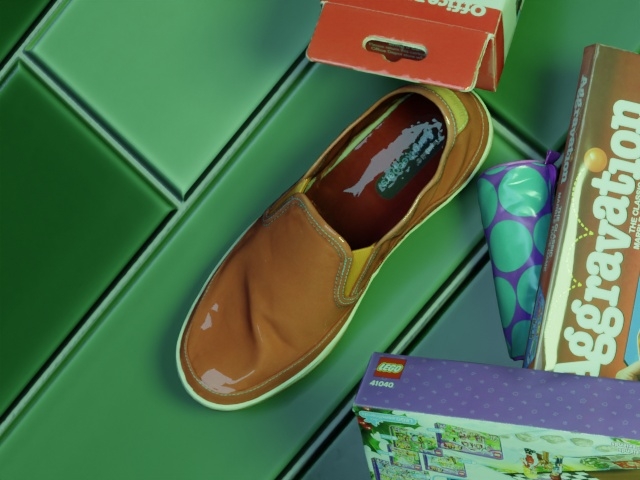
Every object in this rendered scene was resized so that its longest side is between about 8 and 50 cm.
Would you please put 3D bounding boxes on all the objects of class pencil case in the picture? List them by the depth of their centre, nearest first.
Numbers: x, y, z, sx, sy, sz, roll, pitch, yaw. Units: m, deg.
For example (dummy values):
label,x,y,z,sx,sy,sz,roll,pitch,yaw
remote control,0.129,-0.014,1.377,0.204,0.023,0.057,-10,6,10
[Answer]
label,x,y,z,sx,sy,sz,roll,pitch,yaw
pencil case,0.162,0.013,1.164,0.070,0.064,0.151,-19,77,35

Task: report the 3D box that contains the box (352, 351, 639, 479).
label,x,y,z,sx,sy,sz,roll,pitch,yaw
box,0.181,0.178,1.070,0.293,0.201,0.057,5,43,20

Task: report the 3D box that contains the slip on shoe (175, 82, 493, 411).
label,x,y,z,sx,sy,sz,roll,pitch,yaw
slip on shoe,0.000,0.000,1.205,0.331,0.101,0.123,-46,72,9

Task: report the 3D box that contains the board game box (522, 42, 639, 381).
label,x,y,z,sx,sy,sz,roll,pitch,yaw
board game box,0.236,0.010,1.120,0.145,0.027,0.281,12,86,-12

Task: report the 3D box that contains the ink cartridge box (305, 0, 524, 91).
label,x,y,z,sx,sy,sz,roll,pitch,yaw
ink cartridge box,0.086,-0.200,1.167,0.134,0.078,0.231,13,65,15
